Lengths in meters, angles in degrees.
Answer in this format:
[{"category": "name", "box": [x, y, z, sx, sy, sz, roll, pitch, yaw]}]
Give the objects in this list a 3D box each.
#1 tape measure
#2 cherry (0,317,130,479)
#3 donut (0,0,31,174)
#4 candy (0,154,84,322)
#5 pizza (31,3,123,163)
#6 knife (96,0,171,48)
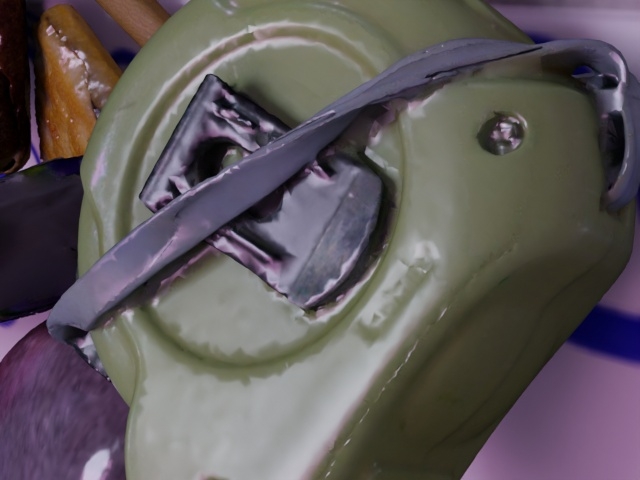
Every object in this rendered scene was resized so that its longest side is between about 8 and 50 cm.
[{"category": "tape measure", "box": [0.000, 0.000, 0.467, 0.175, 0.106, 0.200, 45, 106, 31]}, {"category": "cherry", "box": [-0.061, 0.102, 0.602, 0.176, 0.140, 0.176, 39, 137, 48]}, {"category": "donut", "box": [-0.164, -0.089, 0.707, 0.140, 0.059, 0.140, 178, 90, -81]}, {"category": "candy", "box": [-0.162, 0.010, 0.700, 0.312, 0.088, 0.061, -8, 101, 68]}, {"category": "pizza", "box": [-0.089, -0.024, 0.680, 0.160, 0.036, 0.099, 66, 152, 9]}, {"category": "knife", "box": [-0.050, -0.061, 0.625, 0.256, 0.022, 0.046, 48, 131, 27]}]
